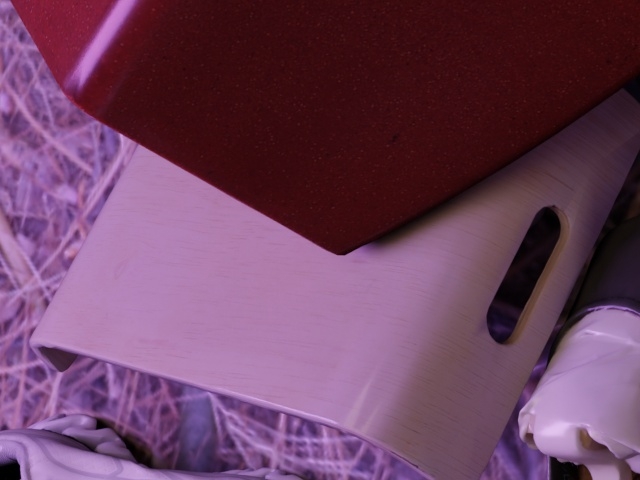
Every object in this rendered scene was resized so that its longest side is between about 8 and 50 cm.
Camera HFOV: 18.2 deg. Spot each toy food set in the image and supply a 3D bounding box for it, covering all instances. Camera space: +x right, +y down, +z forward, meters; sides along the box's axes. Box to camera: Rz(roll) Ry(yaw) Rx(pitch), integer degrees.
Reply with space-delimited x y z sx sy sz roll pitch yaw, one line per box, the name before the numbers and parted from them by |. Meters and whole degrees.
toy food set | 0.000 0.000 1.047 0.306 0.092 0.220 11 66 44

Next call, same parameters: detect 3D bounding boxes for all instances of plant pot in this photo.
plant pot | -0.008 -0.157 0.931 0.236 0.267 0.267 -49 40 13

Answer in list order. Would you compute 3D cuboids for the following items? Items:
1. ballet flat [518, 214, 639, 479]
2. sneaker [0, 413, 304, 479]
ballet flat | 0.141 0.121 0.927 0.095 0.096 0.280 -8 78 40
sneaker | -0.105 0.165 1.112 0.292 0.118 0.110 9 87 39
